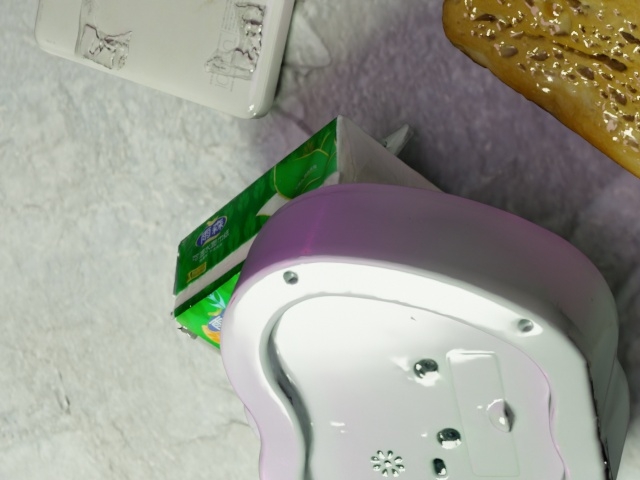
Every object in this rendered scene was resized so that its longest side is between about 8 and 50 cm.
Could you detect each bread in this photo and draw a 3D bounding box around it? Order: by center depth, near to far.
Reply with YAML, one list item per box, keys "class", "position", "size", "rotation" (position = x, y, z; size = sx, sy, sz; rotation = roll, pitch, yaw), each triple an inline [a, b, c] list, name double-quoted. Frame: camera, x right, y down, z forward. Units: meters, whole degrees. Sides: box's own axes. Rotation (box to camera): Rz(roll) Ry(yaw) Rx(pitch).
- class: "bread"
  position: [0.262, -0.131, 1.189]
  size: [0.380, 0.109, 0.185]
  rotation: [40, 131, 24]

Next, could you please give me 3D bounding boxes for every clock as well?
- class: "clock"
  position: [0.069, 0.117, 1.284]
  size: [0.339, 0.102, 0.338]
  rotation: [9, 126, 12]

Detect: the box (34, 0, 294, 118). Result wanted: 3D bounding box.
- class: "box"
  position: [-0.149, -0.212, 1.523]
  size: [0.285, 0.044, 0.142]
  rotation: [21, 107, 32]

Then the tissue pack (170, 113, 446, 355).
- class: "tissue pack"
  position: [-0.002, -0.001, 1.396]
  size: [0.209, 0.148, 0.156]
  rotation: [-36, 35, 35]
